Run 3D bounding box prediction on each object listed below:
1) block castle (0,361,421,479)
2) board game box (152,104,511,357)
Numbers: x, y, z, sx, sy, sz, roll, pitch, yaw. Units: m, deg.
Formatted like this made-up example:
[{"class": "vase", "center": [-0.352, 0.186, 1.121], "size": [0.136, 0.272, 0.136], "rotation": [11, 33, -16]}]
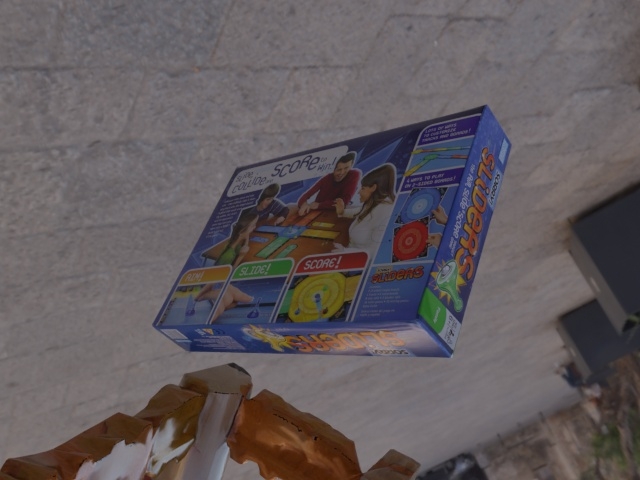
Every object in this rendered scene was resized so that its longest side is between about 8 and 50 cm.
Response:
[{"class": "block castle", "center": [0.006, 0.276, 0.369], "size": [0.303, 0.453, 0.213], "rotation": [-14, 125, -65]}, {"class": "board game box", "center": [0.000, 0.000, 0.401], "size": [0.201, 0.136, 0.035], "rotation": [-7, 139, 42]}]
